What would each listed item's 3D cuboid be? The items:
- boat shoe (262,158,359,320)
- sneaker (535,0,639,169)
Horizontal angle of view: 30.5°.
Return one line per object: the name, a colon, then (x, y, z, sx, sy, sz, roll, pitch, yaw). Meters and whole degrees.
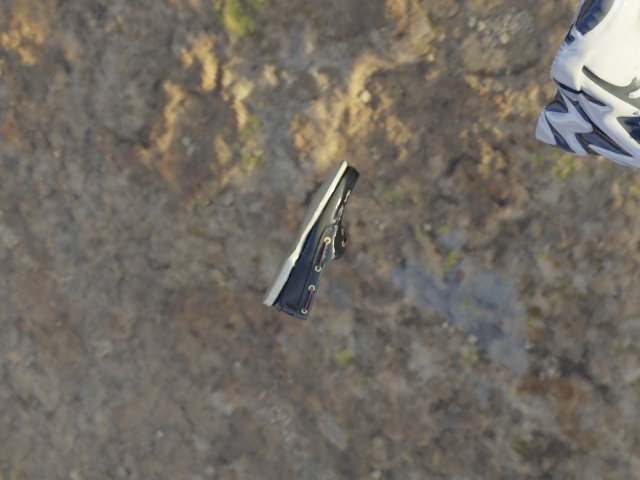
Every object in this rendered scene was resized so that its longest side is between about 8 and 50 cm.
boat shoe: (0.000, 0.000, 0.939, 0.042, 0.049, 0.133, 25, 93, -6)
sneaker: (0.254, -0.117, 0.890, 0.153, 0.094, 0.235, 20, 157, 10)
